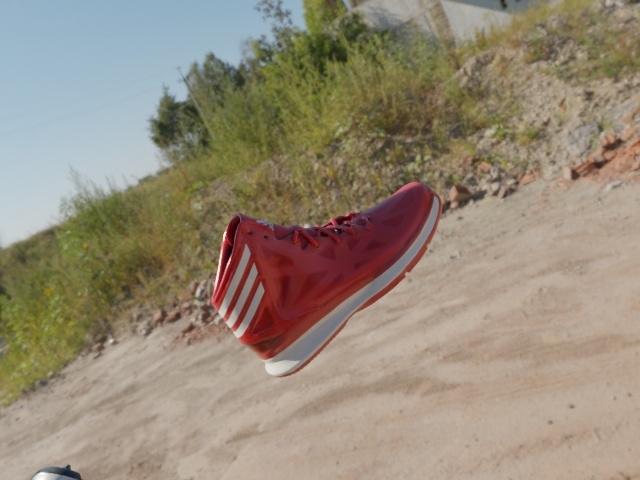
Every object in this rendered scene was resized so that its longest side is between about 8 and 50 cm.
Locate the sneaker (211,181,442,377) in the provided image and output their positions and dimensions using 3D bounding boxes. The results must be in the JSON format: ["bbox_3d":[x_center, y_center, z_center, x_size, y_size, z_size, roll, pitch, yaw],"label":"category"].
[{"bbox_3d":[0.000,0.000,0.467,0.221,0.128,0.087,-47,17,-14],"label":"sneaker"}]

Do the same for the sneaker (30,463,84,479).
[{"bbox_3d":[-0.139,0.273,0.392,0.078,0.234,0.106,-30,22,28],"label":"sneaker"}]
